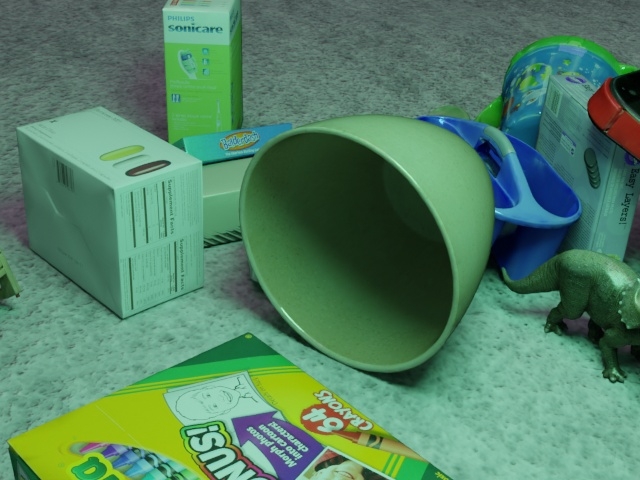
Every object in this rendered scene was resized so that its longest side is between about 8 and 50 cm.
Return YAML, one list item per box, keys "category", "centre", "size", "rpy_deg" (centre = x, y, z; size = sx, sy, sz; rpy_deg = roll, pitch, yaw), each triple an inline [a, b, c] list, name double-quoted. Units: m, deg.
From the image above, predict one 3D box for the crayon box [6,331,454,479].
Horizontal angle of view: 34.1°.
- category: "crayon box"
  centre: [-0.085, 0.264, 1.052]
  size: [0.313, 0.106, 0.363]
  rpy_deg: [-21, 37, -36]

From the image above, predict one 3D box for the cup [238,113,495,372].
- category: "cup"
  centre: [0.094, -0.031, 1.354]
  size: [0.331, 0.331, 0.237]
  rpy_deg: [21, 38, 30]

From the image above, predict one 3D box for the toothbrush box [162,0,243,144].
- category: "toothbrush box"
  centre: [-0.210, -0.313, 1.908]
  size: [0.122, 0.283, 0.206]
  rpy_deg: [3, 30, 1]

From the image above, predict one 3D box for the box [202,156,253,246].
- category: "box"
  centre: [-0.130, -0.065, 1.659]
  size: [0.275, 0.094, 0.113]
  rpy_deg: [-12, 31, -23]

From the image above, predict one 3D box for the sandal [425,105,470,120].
- category: "sandal"
  centre: [0.176, -0.156, 1.820]
  size: [0.120, 0.086, 0.302]
  rpy_deg: [11, 47, 20]

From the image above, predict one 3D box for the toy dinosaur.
- category: "toy dinosaur"
  centre: [0.375, 0.077, 1.375]
  size: [0.121, 0.160, 0.313]
  rpy_deg: [-14, 34, -27]

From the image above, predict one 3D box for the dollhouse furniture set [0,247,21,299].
- category: "dollhouse furniture set"
  centre: [-0.530, 0.058, 1.404]
  size: [0.184, 0.128, 0.129]
  rpy_deg: [-10, 21, 31]

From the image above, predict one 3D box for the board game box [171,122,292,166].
- category: "board game box"
  centre: [-0.170, -0.145, 1.750]
  size: [0.210, 0.047, 0.160]
  rpy_deg: [-13, -2, -36]

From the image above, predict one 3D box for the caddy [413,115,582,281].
- category: "caddy"
  centre: [0.247, -0.081, 1.583]
  size: [0.241, 0.179, 0.341]
  rpy_deg: [6, 30, -19]

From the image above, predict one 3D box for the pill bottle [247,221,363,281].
- category: "pill bottle"
  centre: [0.000, 0.000, 1.528]
  size: [0.209, 0.117, 0.117]
  rpy_deg: [-2, 29, -9]

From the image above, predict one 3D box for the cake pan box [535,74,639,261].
- category: "cake pan box"
  centre: [0.403, -0.102, 1.617]
  size: [0.070, 0.245, 0.267]
  rpy_deg: [0, 28, -13]

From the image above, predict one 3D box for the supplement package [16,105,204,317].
- category: "supplement package"
  centre: [-0.301, -0.049, 1.501]
  size: [0.145, 0.204, 0.262]
  rpy_deg: [-22, 37, -38]

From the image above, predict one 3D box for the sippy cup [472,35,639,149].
- category: "sippy cup"
  centre: [0.420, -0.212, 1.860]
  size: [0.240, 0.305, 0.224]
  rpy_deg: [32, 43, -4]

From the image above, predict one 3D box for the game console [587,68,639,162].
- category: "game console"
  centre: [0.588, -0.134, 1.472]
  size: [0.387, 0.060, 0.342]
  rpy_deg: [-21, 59, -41]
